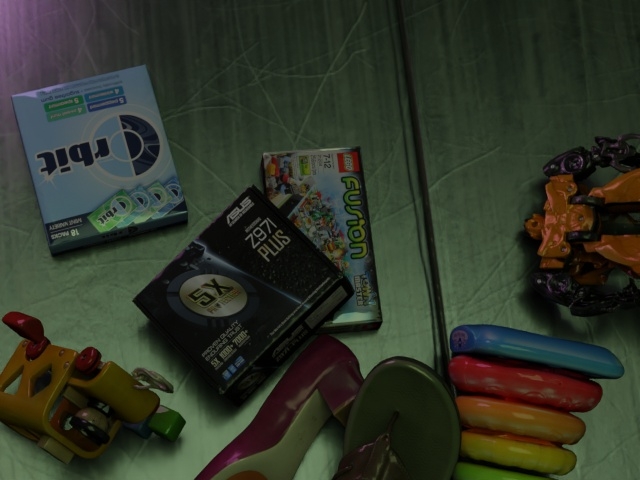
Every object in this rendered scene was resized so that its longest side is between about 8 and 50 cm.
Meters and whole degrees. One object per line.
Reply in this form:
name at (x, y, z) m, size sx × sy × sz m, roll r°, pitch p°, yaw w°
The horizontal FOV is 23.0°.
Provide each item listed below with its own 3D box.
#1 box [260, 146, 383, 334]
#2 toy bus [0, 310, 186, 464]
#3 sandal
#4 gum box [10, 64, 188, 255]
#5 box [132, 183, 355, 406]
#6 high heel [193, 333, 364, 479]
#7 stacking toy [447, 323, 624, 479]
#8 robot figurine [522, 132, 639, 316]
box at (0.000, 0.000, 1.740) m, size 0.114 × 0.036 × 0.207 m, roll -5°, pitch 72°, yaw -7°
toy bus at (-0.246, 0.169, 1.580) m, size 0.191 × 0.202 × 0.104 m, roll 26°, pitch 72°, yaw 9°
sandal at (0.057, 0.266, 1.581) m, size 0.120 × 0.086 × 0.303 m, roll 20°, pitch 94°, yaw 9°
gum box at (-0.246, -0.090, 1.745) m, size 0.157 × 0.041 × 0.184 m, roll -14°, pitch 74°, yaw -10°
box at (-0.080, 0.059, 1.661) m, size 0.180 × 0.077 × 0.147 m, roll -44°, pitch 70°, yaw -4°
high heel at (-0.060, 0.196, 1.665) m, size 0.244 × 0.082 × 0.117 m, roll -39°, pitch 42°, yaw 0°
stacking toy at (0.196, 0.246, 1.634) m, size 0.165 × 0.175 × 0.302 m, roll 11°, pitch 85°, yaw -7°
robot figurine at (0.362, -0.012, 1.699) m, size 0.291 × 0.085 × 0.211 m, roll -1°, pitch 68°, yaw 31°
